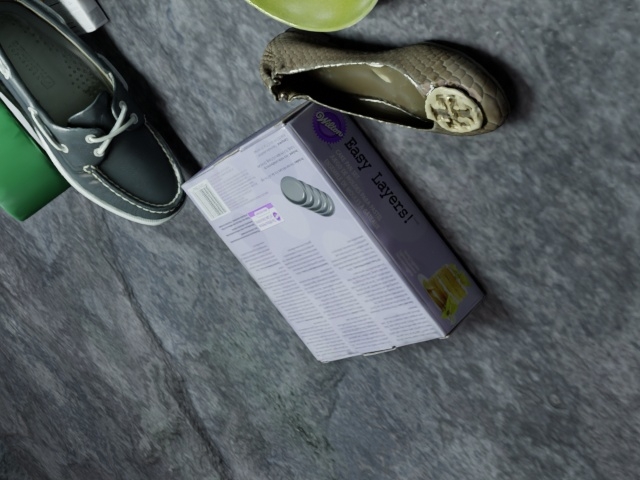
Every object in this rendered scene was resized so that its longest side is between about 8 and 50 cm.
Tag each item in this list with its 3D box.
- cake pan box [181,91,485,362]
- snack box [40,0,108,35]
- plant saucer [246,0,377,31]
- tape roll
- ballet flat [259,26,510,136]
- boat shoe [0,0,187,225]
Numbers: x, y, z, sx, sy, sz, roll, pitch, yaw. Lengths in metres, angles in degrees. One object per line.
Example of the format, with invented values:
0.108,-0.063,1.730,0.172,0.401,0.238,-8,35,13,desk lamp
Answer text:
0.000,0.000,1.147,0.245,0.070,0.267,53,151,-7,cake pan box
-0.293,-0.247,1.276,0.178,0.022,0.064,1,130,54,snack box
-0.033,-0.268,0.875,0.241,0.037,0.241,34,149,24,plant saucer
-0.413,-0.171,1.358,0.321,0.077,0.321,53,175,7,tape roll
0.040,-0.122,0.941,0.250,0.058,0.084,21,143,40,ballet flat
-0.252,-0.136,1.244,0.302,0.114,0.091,42,161,-13,boat shoe
